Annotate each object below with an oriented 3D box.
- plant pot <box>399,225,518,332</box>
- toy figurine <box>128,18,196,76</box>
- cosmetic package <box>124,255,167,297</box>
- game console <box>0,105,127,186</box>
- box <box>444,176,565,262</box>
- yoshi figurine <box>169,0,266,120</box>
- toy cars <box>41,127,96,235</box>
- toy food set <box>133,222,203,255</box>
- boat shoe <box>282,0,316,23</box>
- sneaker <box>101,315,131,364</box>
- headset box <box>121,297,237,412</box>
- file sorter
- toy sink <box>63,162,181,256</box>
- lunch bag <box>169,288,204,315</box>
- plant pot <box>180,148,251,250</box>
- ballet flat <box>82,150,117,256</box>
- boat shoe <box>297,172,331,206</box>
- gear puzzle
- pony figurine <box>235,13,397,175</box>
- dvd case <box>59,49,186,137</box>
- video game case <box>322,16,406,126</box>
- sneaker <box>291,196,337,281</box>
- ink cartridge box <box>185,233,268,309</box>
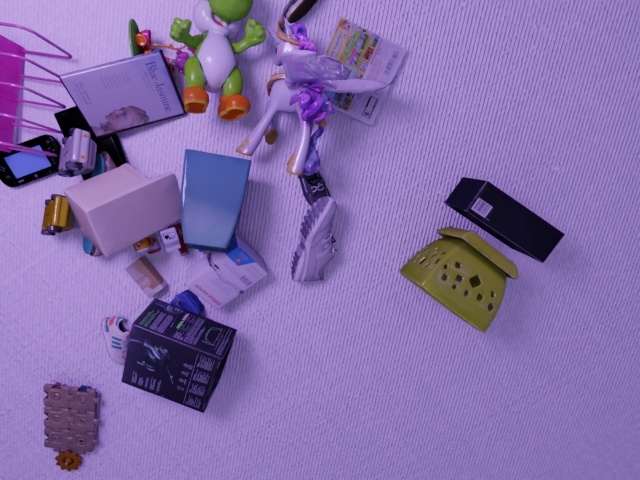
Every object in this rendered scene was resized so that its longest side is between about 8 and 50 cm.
[{"bbox_3d":[0.394,0.091,1.168,0.228,0.227,0.207,36,92,-7],"label":"plant pot"},{"bbox_3d":[-0.406,-0.491,1.096,0.160,0.130,0.172,-3,124,-10],"label":"toy figurine"},{"bbox_3d":[-0.526,0.110,1.243,0.060,0.041,0.115,-37,100,7],"label":"cosmetic package"},{"bbox_3d":[-0.747,-0.237,1.167,0.362,0.044,0.212,-19,101,3],"label":"game console"},{"bbox_3d":[0.505,-0.064,1.152,0.261,0.184,0.103,32,97,-7],"label":"box"},{"bbox_3d":[-0.246,-0.500,1.013,0.203,0.204,0.361,0,85,17],"label":"yoshi figurine"},{"bbox_3d":[-0.662,-0.141,1.099,0.087,0.176,0.393,9,129,-41],"label":"toy cars"},{"bbox_3d":[-0.408,0.009,1.181,0.233,0.111,0.104,-23,103,-28],"label":"toy food set"},{"bbox_3d":[-0.030,-0.674,1.074,0.073,0.080,0.223,41,93,-3],"label":"boat shoe"},{"bbox_3d":[-0.616,0.309,1.274,0.076,0.057,0.161,-12,99,7],"label":"sneaker"},{"bbox_3d":[-0.425,0.336,1.209,0.284,0.131,0.246,21,118,-2],"label":"headset box"},{"bbox_3d":[-0.771,-0.370,1.029,0.183,0.202,0.290,10,93,3],"label":"file sorter"},{"bbox_3d":[-0.501,-0.097,1.069,0.131,0.234,0.152,34,142,28],"label":"toy sink"},{"bbox_3d":[-0.409,0.199,1.251,0.067,0.065,0.098,-35,101,6],"label":"lunch bag"},{"bbox_3d":[-0.288,-0.092,1.094,0.166,0.166,0.233,8,80,-12],"label":"plant pot"},{"bbox_3d":[-0.595,-0.100,1.163,0.108,0.106,0.315,40,118,35],"label":"ballet flat"},{"bbox_3d":[-0.024,-0.162,1.182,0.075,0.065,0.205,-24,102,1],"label":"boat shoe"},{"bbox_3d":[-0.809,0.614,1.347,0.176,0.044,0.338,8,104,-4],"label":"gear puzzle"},{"bbox_3d":[-0.038,-0.354,1.019,0.351,0.303,0.362,26,109,30],"label":"pony figurine"},{"bbox_3d":[-0.505,-0.379,1.078,0.253,0.022,0.180,-19,140,-8],"label":"dvd case"},{"bbox_3d":[0.098,-0.465,1.143,0.207,0.026,0.226,23,101,-6],"label":"video game case"},{"bbox_3d":[0.000,0.000,1.203,0.116,0.105,0.281,10,120,-19],"label":"sneaker"},{"bbox_3d":[-0.273,0.093,1.199,0.191,0.082,0.139,-35,128,7],"label":"ink cartridge box"}]
